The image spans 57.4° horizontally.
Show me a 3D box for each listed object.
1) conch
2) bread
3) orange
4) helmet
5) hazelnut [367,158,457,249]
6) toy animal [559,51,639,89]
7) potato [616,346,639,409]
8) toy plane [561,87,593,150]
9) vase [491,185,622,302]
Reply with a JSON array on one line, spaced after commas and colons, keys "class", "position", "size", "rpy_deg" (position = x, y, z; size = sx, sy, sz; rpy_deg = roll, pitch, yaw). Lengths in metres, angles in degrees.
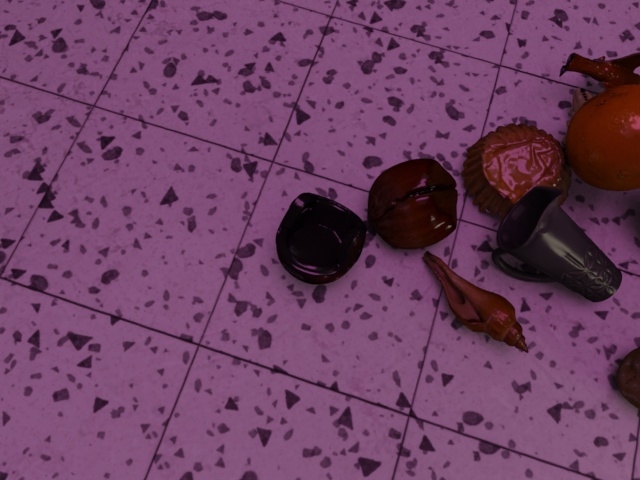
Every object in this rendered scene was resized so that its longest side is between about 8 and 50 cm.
[{"class": "conch", "position": [0.355, 0.144, 1.364], "size": [0.109, 0.093, 0.330], "rpy_deg": [-46, 56, 1]}, {"class": "bread", "position": [0.498, -0.176, 1.452], "size": [0.274, 0.149, 0.273], "rpy_deg": [0, 76, -1]}, {"class": "orange", "position": [0.690, -0.226, 1.330], "size": [0.246, 0.246, 0.246], "rpy_deg": [1, 69, -2]}, {"class": "helmet", "position": [0.000, 0.000, 1.335], "size": [0.189, 0.193, 0.216], "rpy_deg": [35, 60, 13]}, {"class": "hazelnut", "position": [0.217, -0.085, 1.388], "size": [0.181, 0.181, 0.212], "rpy_deg": [-11, 80, -27]}, {"class": "toy animal", "position": [0.726, -0.427, 1.521], "size": [0.284, 0.224, 0.302], "rpy_deg": [18, 27, -2]}, {"class": "potato", "position": [0.771, 0.316, 1.291], "size": [0.194, 0.157, 0.157], "rpy_deg": [16, 69, -11]}, {"class": "toy plane", "position": [0.709, -0.289, 1.525], "size": [0.229, 0.092, 0.244], "rpy_deg": [-6, 63, -18]}, {"class": "vase", "position": [0.545, 0.031, 1.346], "size": [0.301, 0.251, 0.156], "rpy_deg": [34, 45, -17]}]
